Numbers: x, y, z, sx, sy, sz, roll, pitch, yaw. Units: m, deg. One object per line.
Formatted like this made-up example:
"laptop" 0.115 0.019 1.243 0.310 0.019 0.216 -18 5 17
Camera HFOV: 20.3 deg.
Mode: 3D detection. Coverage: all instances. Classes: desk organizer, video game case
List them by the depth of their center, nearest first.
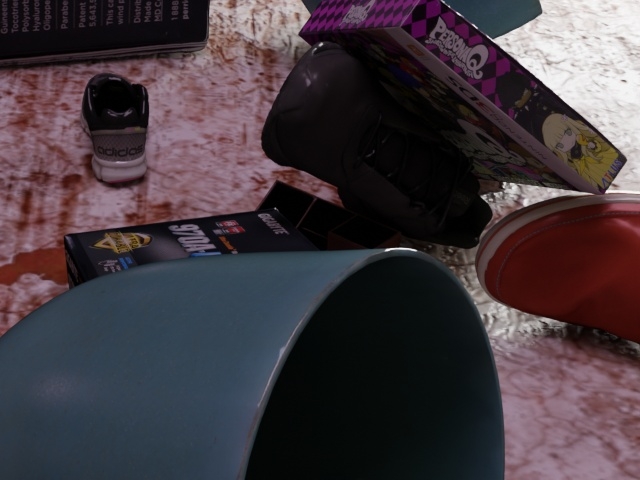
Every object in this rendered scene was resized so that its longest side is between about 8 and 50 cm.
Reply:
"video game case" 0.106 -0.116 1.410 0.210 0.042 0.232 38 -8 -19
"desk organizer" 0.000 0.000 1.460 0.130 0.050 0.047 23 34 28

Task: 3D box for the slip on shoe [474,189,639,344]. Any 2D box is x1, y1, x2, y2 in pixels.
"slip on shoe" 0.283 0.042 1.378 0.331 0.123 0.101 12 34 1

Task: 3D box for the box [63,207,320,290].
"box" -0.089 0.033 1.322 0.175 0.051 0.220 -7 16 -13

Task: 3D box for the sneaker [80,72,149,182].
"sneaker" -0.183 -0.121 1.613 0.063 0.075 0.170 0 30 -10

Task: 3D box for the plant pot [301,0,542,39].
"plant pot" 0.064 -0.294 1.807 0.195 0.290 0.290 -34 34 5

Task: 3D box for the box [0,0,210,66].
"box" -0.401 -0.399 1.849 0.471 0.297 0.480 -9 33 -19

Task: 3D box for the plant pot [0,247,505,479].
"plant pot" -0.066 0.142 0.992 0.235 0.293 0.293 4 26 31

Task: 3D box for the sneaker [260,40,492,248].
"sneaker" 0.056 -0.069 1.415 0.130 0.109 0.286 28 -1 30
